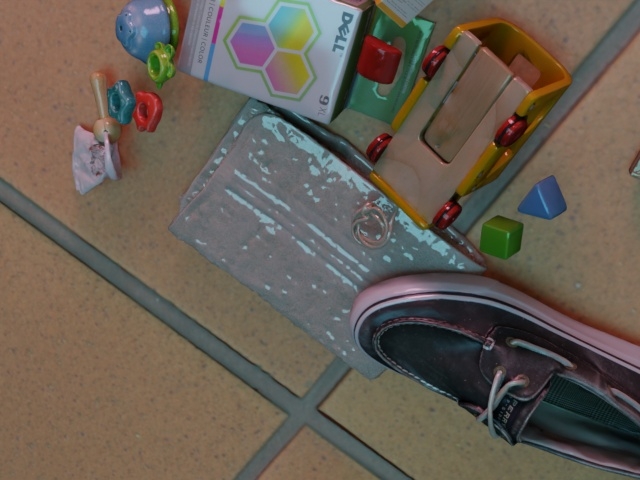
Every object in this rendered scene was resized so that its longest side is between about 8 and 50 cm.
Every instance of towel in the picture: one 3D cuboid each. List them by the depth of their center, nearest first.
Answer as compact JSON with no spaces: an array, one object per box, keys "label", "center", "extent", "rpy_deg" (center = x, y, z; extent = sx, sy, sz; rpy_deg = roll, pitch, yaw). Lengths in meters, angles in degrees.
[{"label":"towel","center":[0.000,0.000,0.909],"extent":[0.282,0.049,0.187],"rpy_deg":[38,119,-3]}]

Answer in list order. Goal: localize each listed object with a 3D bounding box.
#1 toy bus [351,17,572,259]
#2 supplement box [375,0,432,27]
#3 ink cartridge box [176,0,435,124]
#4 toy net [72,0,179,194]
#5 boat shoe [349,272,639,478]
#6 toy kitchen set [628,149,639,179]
[{"label":"toy bus","center":[0.124,-0.092,0.792],"extent":[0.202,0.104,0.191],"rpy_deg":[4,109,40]},{"label":"supplement box","center":[0.089,-0.235,0.765],"extent":[0.036,0.062,0.098],"rpy_deg":[33,123,-31]},{"label":"ink cartridge box","center":[-0.016,-0.176,0.826],"extent":[0.209,0.062,0.109],"rpy_deg":[21,117,7]},{"label":"toy net","center":[-0.186,-0.123,0.894],"extent":[0.122,0.045,0.232],"rpy_deg":[54,134,27]},{"label":"boat shoe","center":[0.186,0.125,0.838],"extent":[0.335,0.119,0.121],"rpy_deg":[15,124,1]},{"label":"toy kitchen set","center":[0.318,-0.060,0.768],"extent":[0.083,0.075,0.068],"rpy_deg":[23,117,1]}]
